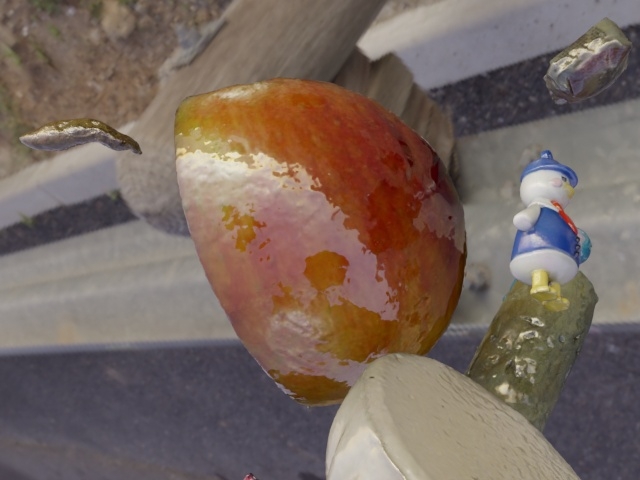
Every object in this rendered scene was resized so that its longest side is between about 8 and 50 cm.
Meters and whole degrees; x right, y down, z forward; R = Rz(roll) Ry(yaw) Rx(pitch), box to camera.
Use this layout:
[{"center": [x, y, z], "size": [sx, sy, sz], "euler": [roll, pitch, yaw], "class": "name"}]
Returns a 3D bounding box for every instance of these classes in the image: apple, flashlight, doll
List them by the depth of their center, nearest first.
[{"center": [0.184, -0.013, 0.840], "size": [0.057, 0.143, 0.098], "euler": [-14, 144, 33], "class": "doll"}, {"center": [0.000, 0.000, 0.991], "size": [0.179, 0.254, 0.346], "euler": [5, 129, 58], "class": "apple"}, {"center": [0.274, 0.037, 1.246], "size": [0.051, 0.051, 0.129], "euler": [36, 109, -10], "class": "flashlight"}]

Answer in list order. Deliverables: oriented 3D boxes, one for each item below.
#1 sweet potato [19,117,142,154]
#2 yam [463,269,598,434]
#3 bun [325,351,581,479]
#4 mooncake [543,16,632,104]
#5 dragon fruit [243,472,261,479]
[{"center": [-0.291, -0.127, 1.241], "size": [0.153, 0.038, 0.041], "euler": [4, 138, 8], "class": "sweet potato"}, {"center": [0.231, 0.122, 1.142], "size": [0.107, 0.194, 0.107], "euler": [27, 160, 10], "class": "yam"}, {"center": [0.097, 0.239, 0.863], "size": [0.263, 0.263, 0.175], "euler": [36, 109, -8], "class": "bun"}, {"center": [0.374, -0.242, 1.440], "size": [0.073, 0.125, 0.130], "euler": [53, -170, 13], "class": "mooncake"}, {"center": [-0.014, 0.357, 1.056], "size": [0.262, 0.211, 0.134], "euler": [20, -154, -49], "class": "dragon fruit"}]
